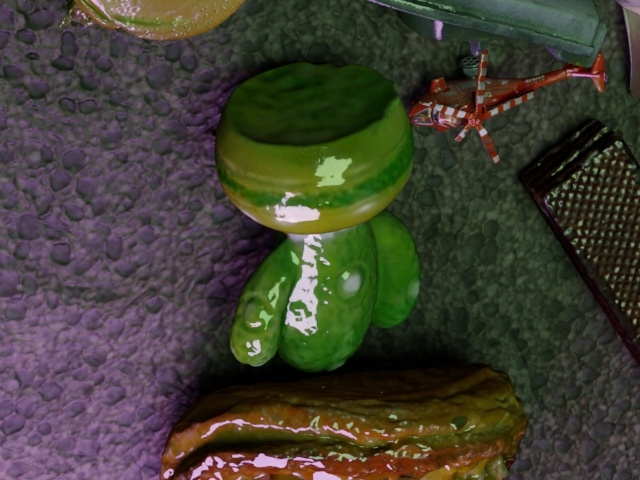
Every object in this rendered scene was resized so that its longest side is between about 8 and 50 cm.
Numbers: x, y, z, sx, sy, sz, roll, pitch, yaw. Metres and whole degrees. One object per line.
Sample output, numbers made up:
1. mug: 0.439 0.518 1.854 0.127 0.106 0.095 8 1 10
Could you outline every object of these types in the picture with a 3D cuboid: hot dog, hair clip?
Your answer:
1. hot dog: 0.031 0.235 1.910 0.387 0.174 0.267 -5 129 -19
2. hair clip: 0.335 -0.211 1.921 0.054 0.022 0.137 -18 118 -14

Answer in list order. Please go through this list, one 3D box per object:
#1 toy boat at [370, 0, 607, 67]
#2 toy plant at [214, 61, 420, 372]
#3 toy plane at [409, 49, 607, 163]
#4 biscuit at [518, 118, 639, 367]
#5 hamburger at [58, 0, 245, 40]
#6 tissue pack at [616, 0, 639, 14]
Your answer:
1. toy boat: 0.114 -0.233 1.754 0.319 0.141 0.092 10 116 -25
2. toy plant: 0.000 0.000 1.808 0.224 0.184 0.316 -30 133 -27
3. toy plane: 0.180 -0.155 1.849 0.194 0.077 0.126 -34 127 0
4. biscuit: 0.347 0.044 2.012 0.107 0.073 0.388 -37 120 -1
5. hamburger: -0.140 -0.275 1.651 0.215 0.122 0.189 -8 122 -22
6. tissue pack: 0.334 -0.381 1.678 0.390 0.195 0.375 -57 159 11
